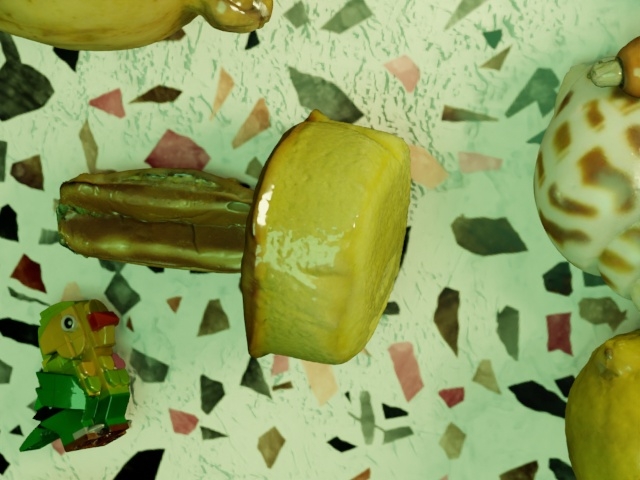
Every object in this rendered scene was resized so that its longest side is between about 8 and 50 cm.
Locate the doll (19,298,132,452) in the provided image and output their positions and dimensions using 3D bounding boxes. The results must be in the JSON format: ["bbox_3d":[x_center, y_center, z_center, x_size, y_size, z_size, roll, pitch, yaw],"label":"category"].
[{"bbox_3d":[-0.287,0.161,1.942,0.134,0.106,0.186,2,91,31],"label":"doll"}]

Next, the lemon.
[{"bbox_3d":[0.372,0.216,1.684,0.236,0.236,0.263,-5,98,19],"label":"lemon"}]

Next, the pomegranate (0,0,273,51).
[{"bbox_3d":[-0.206,-0.347,1.620,0.410,0.410,0.410,5,108,16],"label":"pomegranate"}]

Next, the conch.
[{"bbox_3d":[0.308,-0.046,1.665,0.182,0.149,0.275,-22,97,27],"label":"conch"}]

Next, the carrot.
[{"bbox_3d":[0.423,-0.183,1.602,0.336,0.069,0.069,-8,105,-3],"label":"carrot"}]

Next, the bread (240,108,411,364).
[{"bbox_3d":[0.000,0.000,1.718,0.148,0.270,0.270,13,110,14],"label":"bread"}]

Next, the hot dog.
[{"bbox_3d":[-0.178,-0.026,1.866,0.269,0.072,0.115,9,110,16],"label":"hot dog"}]
